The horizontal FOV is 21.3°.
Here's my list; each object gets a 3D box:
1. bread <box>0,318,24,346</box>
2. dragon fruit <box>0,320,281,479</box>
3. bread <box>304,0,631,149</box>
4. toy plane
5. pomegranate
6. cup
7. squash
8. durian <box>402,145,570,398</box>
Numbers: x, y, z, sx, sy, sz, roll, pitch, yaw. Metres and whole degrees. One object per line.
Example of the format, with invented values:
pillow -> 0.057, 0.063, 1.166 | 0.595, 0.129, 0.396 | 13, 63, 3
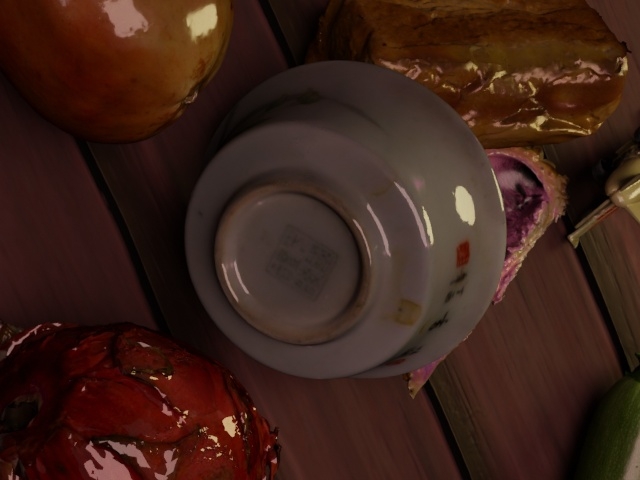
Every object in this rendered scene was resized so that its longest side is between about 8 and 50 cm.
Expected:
bread -> -0.380, 0.119, 1.734 | 0.154, 0.054, 0.136 | 35, 78, -15
dragon fruit -> -0.204, 0.216, 1.685 | 0.302, 0.296, 0.295 | 43, 76, -43
bread -> 0.160, -0.182, 1.876 | 0.344, 0.195, 0.148 | -2, 132, -22
toy plane -> 0.391, -0.085, 1.998 | 0.104, 0.242, 0.256 | 46, 38, 2
pomegranate -> -0.222, -0.232, 1.683 | 0.270, 0.252, 0.229 | 42, 69, -2
cup -> 0.000, 0.000, 1.724 | 0.163, 0.347, 0.347 | -34, 111, -64
squash -> 0.344, 0.322, 2.022 | 0.107, 0.107, 0.395 | 16, 88, -23
durian -> 0.133, -0.005, 1.920 | 0.191, 0.112, 0.341 | 43, 68, -10
